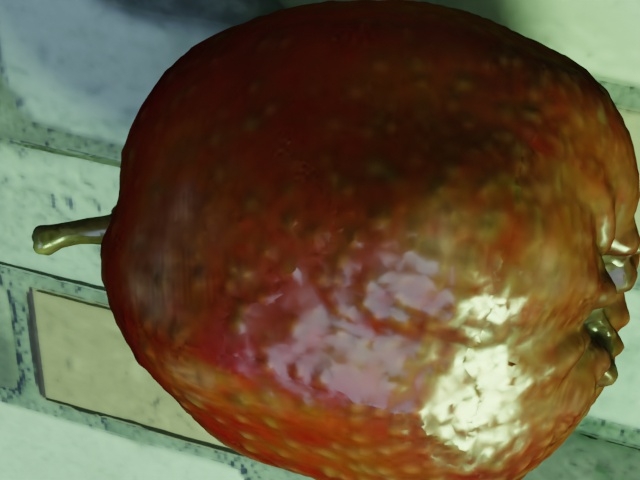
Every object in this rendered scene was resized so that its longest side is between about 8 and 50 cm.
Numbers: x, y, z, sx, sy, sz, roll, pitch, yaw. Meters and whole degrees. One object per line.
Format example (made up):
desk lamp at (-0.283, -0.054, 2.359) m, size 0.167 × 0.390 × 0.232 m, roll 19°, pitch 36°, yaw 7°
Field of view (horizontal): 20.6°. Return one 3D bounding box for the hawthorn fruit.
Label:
hawthorn fruit at (0.000, 0.000, 0.706) m, size 0.253 × 0.205 × 0.205 m, roll 10°, pitch 133°, yaw 19°
